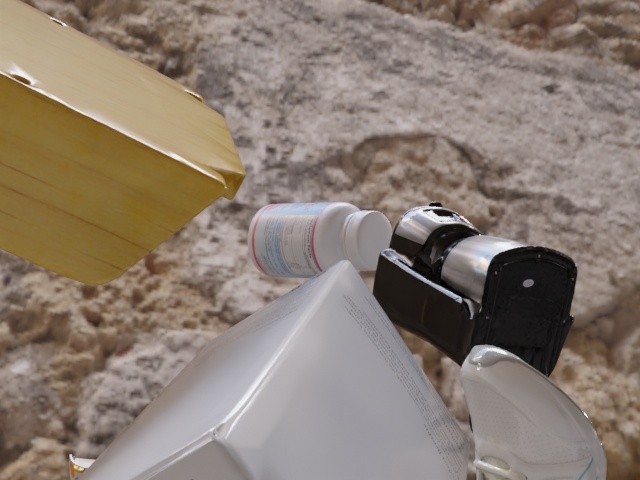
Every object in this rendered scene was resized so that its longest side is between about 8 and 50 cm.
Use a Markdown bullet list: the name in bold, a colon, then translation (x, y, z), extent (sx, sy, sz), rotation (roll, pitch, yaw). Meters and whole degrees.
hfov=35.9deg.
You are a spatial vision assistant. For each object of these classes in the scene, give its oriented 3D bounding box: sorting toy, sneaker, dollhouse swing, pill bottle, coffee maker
- **sorting toy**: translation (-0.308, 0.339, 1.356), extent (0.083, 0.045, 0.075), rotation (5, -76, -3)
- **sneaker**: translation (0.090, 0.115, 0.420), extent (0.061, 0.053, 0.152), rotation (-33, -69, -22)
- **dollhouse swing**: translation (-0.283, -0.026, 0.855), extent (0.315, 0.347, 0.305), rotation (26, -78, -18)
- **pill bottle**: translation (0.000, 0.000, 1.125), extent (0.160, 0.087, 0.087), rotation (0, -39, 40)
- **coffee maker**: translation (0.125, 0.065, 0.898), extent (0.120, 0.178, 0.171), rotation (31, -92, -28)

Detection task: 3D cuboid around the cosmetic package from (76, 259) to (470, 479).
- **cosmetic package**: translation (-0.019, 0.163, 0.642), extent (0.155, 0.365, 0.197), rotation (-32, -87, 17)
